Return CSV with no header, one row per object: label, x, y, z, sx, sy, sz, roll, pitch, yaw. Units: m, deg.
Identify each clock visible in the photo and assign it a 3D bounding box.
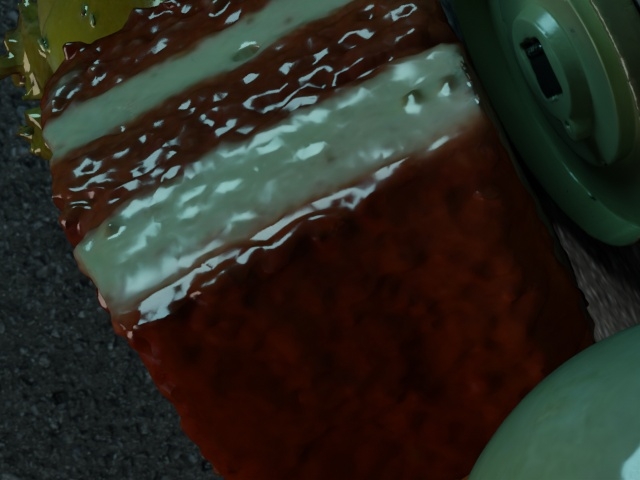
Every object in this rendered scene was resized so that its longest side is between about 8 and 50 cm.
clock,0.138,-0.105,1.140,0.235,0.029,0.235,59,169,19

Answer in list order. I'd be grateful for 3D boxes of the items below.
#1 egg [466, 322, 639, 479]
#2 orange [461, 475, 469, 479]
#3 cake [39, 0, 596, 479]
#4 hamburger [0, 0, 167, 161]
egg,0.189,0.170,0.887,0.278,0.278,0.336,63,164,0
orange,0.161,0.195,1.424,0.193,0.161,0.193,-25,-90,-88
cake,0.000,0.000,1.233,0.270,0.269,0.319,60,-176,-34
hamburger,-0.112,-0.141,1.579,0.445,0.287,0.268,53,164,34
